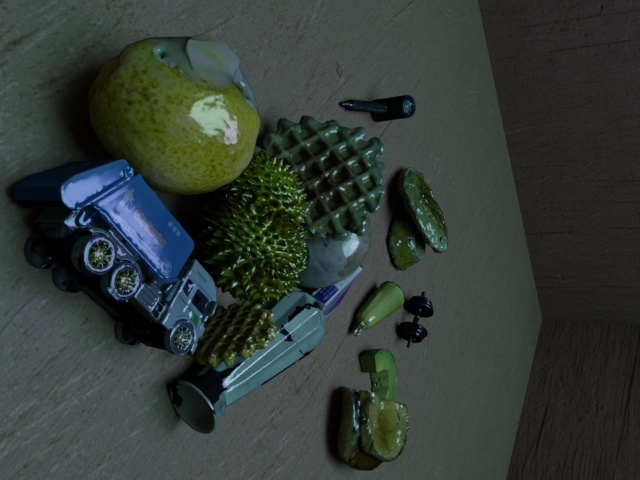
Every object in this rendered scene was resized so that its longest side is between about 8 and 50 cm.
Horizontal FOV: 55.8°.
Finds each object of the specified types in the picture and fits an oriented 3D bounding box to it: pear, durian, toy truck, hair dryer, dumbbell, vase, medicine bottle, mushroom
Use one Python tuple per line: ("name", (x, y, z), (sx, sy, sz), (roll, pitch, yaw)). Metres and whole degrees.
("pear", (-0.235, -0.199, 0.973), (0.271, 0.271, 0.271), (1, 89, -58))
("durian", (-0.138, -0.020, 1.128), (0.225, 0.291, 0.291), (-10, 101, -14))
("toy truck", (-0.307, 0.031, 0.951), (0.175, 0.146, 0.367), (-62, 141, -32))
("hair dryer", (0.157, -0.384, 1.742), (0.255, 0.128, 0.070), (-10, 99, -47))
("dumbbell", (0.317, 0.260, 2.001), (0.099, 0.099, 0.208), (54, 47, -43))
("vase", (-0.135, 0.233, 1.229), (0.360, 0.165, 0.165), (-37, 121, -47))
("medicine bottle", (0.009, 0.148, 1.477), (0.201, 0.052, 0.171), (-40, 163, -52))
("mushroom", (0.000, 0.000, 1.403), (0.243, 0.243, 0.243), (1, 89, -58))

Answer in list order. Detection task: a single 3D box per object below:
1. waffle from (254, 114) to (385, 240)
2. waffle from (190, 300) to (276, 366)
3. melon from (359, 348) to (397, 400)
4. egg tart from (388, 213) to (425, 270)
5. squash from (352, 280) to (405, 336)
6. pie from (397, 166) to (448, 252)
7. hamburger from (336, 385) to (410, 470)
("waffle", (-0.012, -0.136, 1.308), (0.056, 0.309, 0.291), (80, 18, -67))
("waffle", (-0.171, 0.175, 1.152), (0.191, 0.191, 0.038), (-44, 130, -49))
("melon", (0.178, 0.400, 1.814), (0.118, 0.064, 0.209), (-42, 127, -51))
("egg tart", (0.292, 0.001, 1.984), (0.197, 0.078, 0.197), (12, 76, -60))
("squash", (0.157, 0.212, 1.771), (0.224, 0.094, 0.094), (-37, 121, -44))
("pie", (0.340, -0.107, 1.982), (0.306, 0.071, 0.306), (49, 24, -32))
("hamburger", (0.138, 0.531, 1.677), (0.309, 0.132, 0.211), (38, 58, -51))
